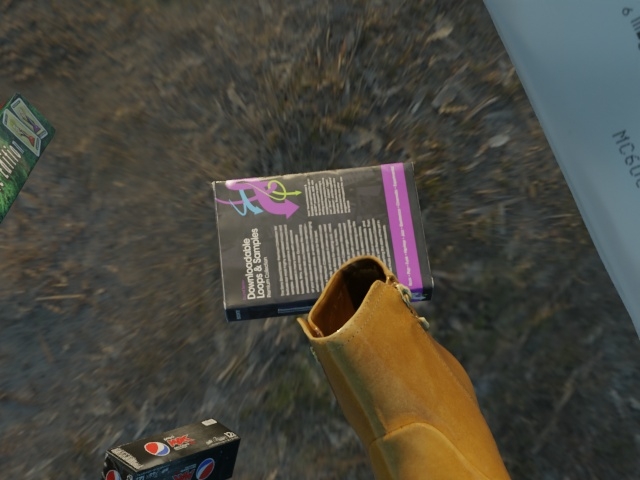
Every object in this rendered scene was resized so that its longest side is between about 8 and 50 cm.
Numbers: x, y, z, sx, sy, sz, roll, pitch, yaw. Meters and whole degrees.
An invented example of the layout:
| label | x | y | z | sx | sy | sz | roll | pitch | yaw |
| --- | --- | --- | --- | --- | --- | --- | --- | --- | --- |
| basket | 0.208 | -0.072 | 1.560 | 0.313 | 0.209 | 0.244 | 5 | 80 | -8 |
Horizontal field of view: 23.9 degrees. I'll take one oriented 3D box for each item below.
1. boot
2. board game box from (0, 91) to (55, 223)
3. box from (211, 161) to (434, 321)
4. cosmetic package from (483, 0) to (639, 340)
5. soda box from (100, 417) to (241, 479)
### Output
| label | x | y | z | sx | sy | sz | roll | pitch | yaw |
| --- | --- | --- | --- | --- | --- | --- | --- | --- | --- |
| boot | 0.057 | 0.143 | 0.930 | 0.104 | 0.295 | 0.211 | -28 | 112 | 11 |
| board game box | -0.174 | 0.029 | 0.550 | 0.136 | 0.260 | 0.030 | -36 | 106 | 12 |
| box | 0.000 | 0.000 | 1.181 | 0.162 | 0.029 | 0.116 | -5 | 61 | -3 |
| cosmetic package | 0.247 | -0.095 | 0.621 | 0.155 | 0.365 | 0.197 | -27 | 85 | 42 |
| soda box | -0.170 | 0.255 | 1.723 | 0.053 | 0.169 | 0.060 | 30 | 116 | 35 |
